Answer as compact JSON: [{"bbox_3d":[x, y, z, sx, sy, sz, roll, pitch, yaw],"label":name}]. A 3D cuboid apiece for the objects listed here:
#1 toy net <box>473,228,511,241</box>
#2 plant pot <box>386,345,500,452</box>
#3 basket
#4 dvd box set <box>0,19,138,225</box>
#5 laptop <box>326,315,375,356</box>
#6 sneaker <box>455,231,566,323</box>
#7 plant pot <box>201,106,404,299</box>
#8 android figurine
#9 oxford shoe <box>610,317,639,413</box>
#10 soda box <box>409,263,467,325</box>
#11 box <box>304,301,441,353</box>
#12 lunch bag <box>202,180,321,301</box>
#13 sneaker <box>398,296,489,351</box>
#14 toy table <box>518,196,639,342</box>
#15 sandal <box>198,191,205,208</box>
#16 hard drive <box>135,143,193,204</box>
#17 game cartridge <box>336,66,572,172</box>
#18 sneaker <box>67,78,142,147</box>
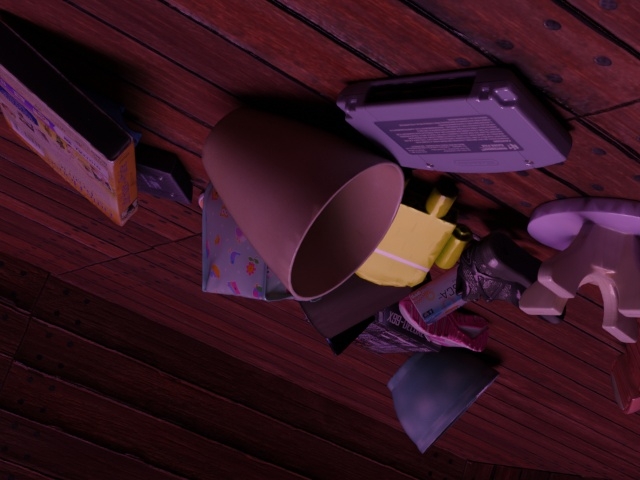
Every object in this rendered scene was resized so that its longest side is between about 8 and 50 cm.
[{"bbox_3d":[0.365,0.027,1.829,0.232,0.045,0.122,31,-171,-24],"label":"toy net"},{"bbox_3d":[0.301,0.386,2.666,0.196,0.293,0.293,45,168,14],"label":"plant pot"},{"bbox_3d":[0.085,0.072,1.937,0.227,0.154,0.204,-26,167,11],"label":"basket"},{"bbox_3d":[-0.456,-0.192,1.808,0.307,0.062,0.420,42,164,3],"label":"dvd box set"},{"bbox_3d":[-0.031,0.111,2.158,0.137,0.264,0.234,-25,-176,28],"label":"laptop"},{"bbox_3d":[0.320,0.076,1.746,0.227,0.087,0.130,34,143,-28],"label":"sneaker"},{"bbox_3d":[-0.051,-0.090,1.610,0.274,0.256,0.256,40,172,25],"label":"plant pot"},{"bbox_3d":[0.129,-0.016,1.748,0.248,0.056,0.273,20,136,-3],"label":"android figurine"},{"bbox_3d":[0.687,0.228,2.004,0.147,0.140,0.397,-11,157,-4],"label":"oxford shoe"},{"bbox_3d":[0.259,0.084,1.880,0.063,0.183,0.058,60,-175,19],"label":"soda box"},{"bbox_3d":[0.136,0.210,2.575,0.242,0.076,0.307,27,162,-22],"label":"box"},{"bbox_3d":[-0.103,-0.027,1.838,0.160,0.262,0.223,3,179,-39],"label":"lunch bag"},{"bbox_3d":[0.265,0.188,2.322,0.252,0.103,0.111,31,158,-30],"label":"sneaker"},{"bbox_3d":[0.435,0.042,1.589,0.252,0.160,0.274,28,160,-25],"label":"toy table"},{"bbox_3d":[-0.178,-0.053,2.111,0.102,0.076,0.265,32,159,-33],"label":"sandal"},{"bbox_3d":[-0.391,-0.153,2.078,0.255,0.054,0.172,16,162,15],"label":"hard drive"},{"bbox_3d":[0.189,-0.161,1.418,0.297,0.062,0.198,3,160,44],"label":"game cartridge"},{"bbox_3d":[-0.414,-0.242,1.839,0.209,0.082,0.069,47,167,-20],"label":"sneaker"}]
